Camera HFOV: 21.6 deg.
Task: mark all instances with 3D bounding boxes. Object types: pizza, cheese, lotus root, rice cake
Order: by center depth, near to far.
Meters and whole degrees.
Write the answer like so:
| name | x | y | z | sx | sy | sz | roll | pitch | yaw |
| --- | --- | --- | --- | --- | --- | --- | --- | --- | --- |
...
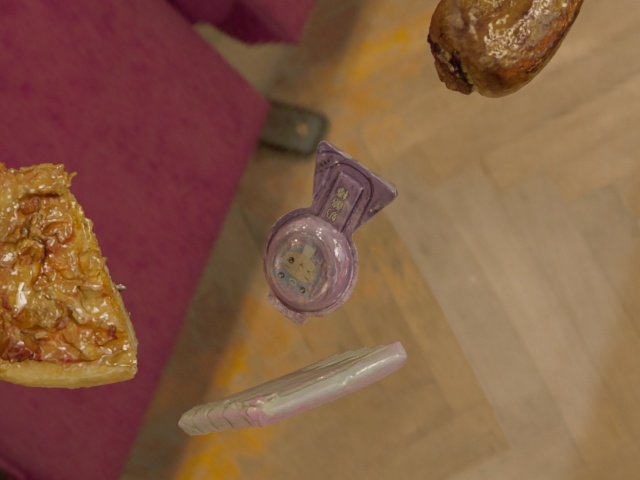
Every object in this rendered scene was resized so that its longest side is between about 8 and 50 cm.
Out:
| name | x | y | z | sx | sy | sz | roll | pitch | yaw |
| --- | --- | --- | --- | --- | --- | --- | --- | --- | --- |
| lotus root | 0.179 | -0.211 | 1.489 | 0.190 | 0.108 | 0.094 | -45 | 15 | -5 |
| pizza | -0.304 | 0.021 | 1.552 | 0.336 | 0.086 | 0.226 | 29 | 112 | -9 |
| cheese | 0.000 | 0.000 | 1.641 | 0.105 | 0.042 | 0.191 | 34 | 118 | 15 |
| rice cake | -0.029 | 0.163 | 1.815 | 0.198 | 0.189 | 0.037 | -19 | 90 | -33 |
